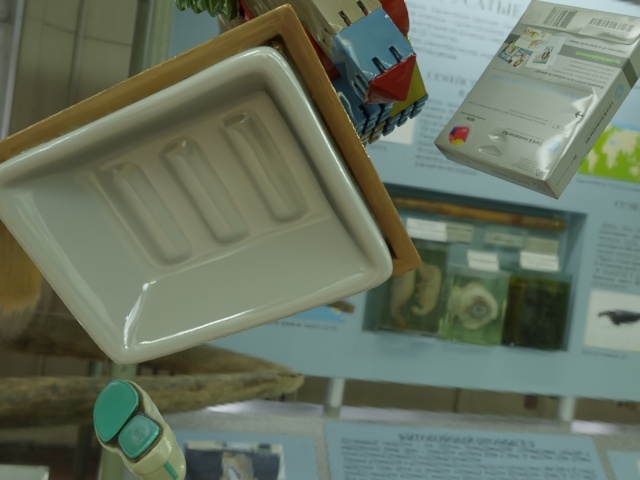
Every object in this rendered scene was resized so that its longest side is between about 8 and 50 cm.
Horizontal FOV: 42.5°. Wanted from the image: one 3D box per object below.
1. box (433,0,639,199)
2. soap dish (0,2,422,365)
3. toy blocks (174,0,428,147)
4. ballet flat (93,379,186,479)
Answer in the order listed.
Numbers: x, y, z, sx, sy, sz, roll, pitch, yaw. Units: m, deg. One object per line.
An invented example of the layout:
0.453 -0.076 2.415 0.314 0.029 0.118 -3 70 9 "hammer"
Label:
0.220 -0.144 0.809 0.145 0.186 0.038 28 -9 46 "box"
-0.094 -0.036 0.662 0.291 0.229 0.118 -20 27 20 "soap dish"
0.003 -0.204 0.813 0.190 0.261 0.381 -33 -8 -12 "toy blocks"
-0.225 0.248 1.039 0.086 0.086 0.248 7 6 -25 "ballet flat"
